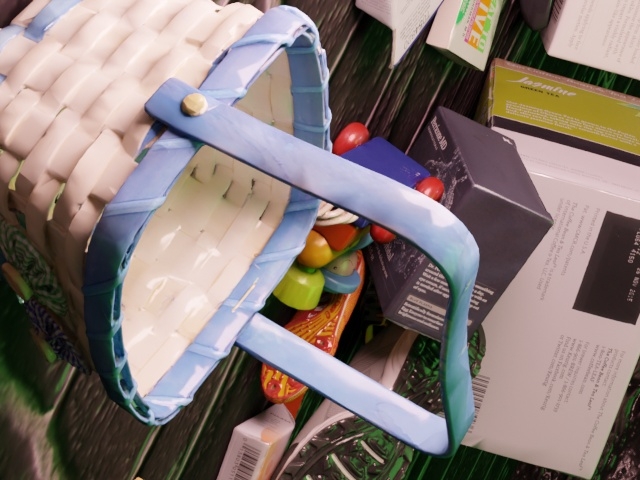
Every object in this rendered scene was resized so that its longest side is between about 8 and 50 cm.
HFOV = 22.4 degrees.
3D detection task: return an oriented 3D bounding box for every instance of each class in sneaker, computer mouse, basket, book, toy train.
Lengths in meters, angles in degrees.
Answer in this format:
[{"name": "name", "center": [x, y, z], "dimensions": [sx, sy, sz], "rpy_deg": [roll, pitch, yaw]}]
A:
[{"name": "sneaker", "center": [0.084, 0.049, 1.670], "dimensions": [0.215, 0.084, 0.083], "rpy_deg": [96, 2, -47]}, {"name": "computer mouse", "center": [0.261, -0.353, 1.806], "dimensions": [0.071, 0.041, 0.242], "rpy_deg": [-39, 143, -74]}, {"name": "sneaker", "center": [0.047, 0.170, 1.578], "dimensions": [0.271, 0.108, 0.100], "rpy_deg": [-46, 113, -17]}, {"name": "basket", "center": [-0.047, 0.001, 0.862], "dimensions": [0.201, 0.289, 0.255], "rpy_deg": [-58, 161, -25]}, {"name": "book", "center": [0.147, -0.229, 1.623], "dimensions": [0.096, 0.035, 0.144], "rpy_deg": [-72, 162, 4]}, {"name": "toy train", "center": [0.000, 0.000, 1.372], "dimensions": [0.143, 0.105, 0.248], "rpy_deg": [-59, 168, 25]}, {"name": "sneaker", "center": [0.000, 0.083, 1.521], "dimensions": [0.175, 0.064, 0.067], "rpy_deg": [-59, 159, -23]}]

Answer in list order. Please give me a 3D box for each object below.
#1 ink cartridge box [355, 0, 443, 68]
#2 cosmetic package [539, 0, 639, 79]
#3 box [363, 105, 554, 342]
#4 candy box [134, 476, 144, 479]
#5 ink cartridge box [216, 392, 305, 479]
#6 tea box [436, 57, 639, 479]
[{"name": "ink cartridge box", "center": [0.098, -0.292, 1.348], "dimensions": [0.223, 0.045, 0.224], "rpy_deg": [-55, 161, -32]}, {"name": "cosmetic package", "center": [0.364, -0.281, 1.878], "dimensions": [0.151, 0.183, 0.151], "rpy_deg": [-87, -166, -67]}, {"name": "box", "center": [0.121, -0.013, 1.505], "dimensions": [0.158, 0.093, 0.156], "rpy_deg": [-57, -156, 23]}, {"name": "candy box", "center": [-0.147, 0.274, 1.247], "dimensions": [0.187, 0.109, 0.053], "rpy_deg": [-48, 156, -49]}, {"name": "ink cartridge box", "center": [-0.056, 0.235, 1.597], "dimensions": [0.179, 0.045, 0.145], "rpy_deg": [-15, 128, -66]}, {"name": "tea box", "center": [0.242, 0.021, 1.778], "dimensions": [0.323, 0.220, 0.329], "rpy_deg": [-73, 179, -66]}]
